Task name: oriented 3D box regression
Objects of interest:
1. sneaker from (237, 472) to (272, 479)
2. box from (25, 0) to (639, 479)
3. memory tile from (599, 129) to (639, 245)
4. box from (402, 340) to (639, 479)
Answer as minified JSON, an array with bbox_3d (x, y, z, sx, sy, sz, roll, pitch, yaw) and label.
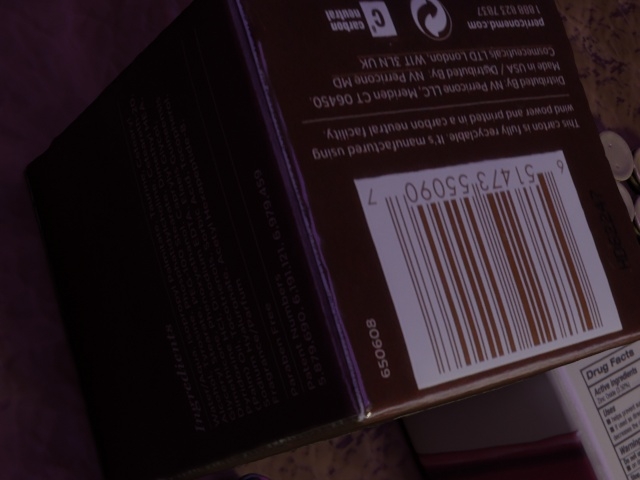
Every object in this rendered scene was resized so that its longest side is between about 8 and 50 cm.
[{"bbox_3d":[-0.026,0.168,0.538,0.057,0.047,0.119,-13,79,-26],"label":"sneaker"},{"bbox_3d":[0.000,0.000,0.513,0.168,0.203,0.167,-11,79,-38],"label":"box"},{"bbox_3d":[0.207,-0.018,0.789,0.148,0.012,0.113,18,63,-28],"label":"memory tile"},{"bbox_3d":[0.166,0.150,0.622,0.148,0.127,0.232,-19,84,-38],"label":"box"}]
